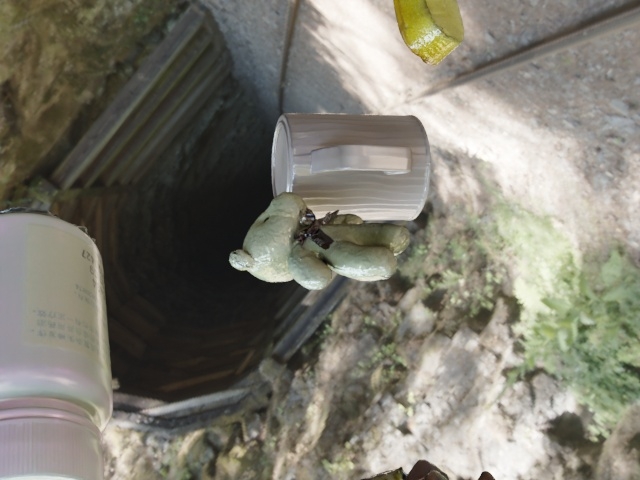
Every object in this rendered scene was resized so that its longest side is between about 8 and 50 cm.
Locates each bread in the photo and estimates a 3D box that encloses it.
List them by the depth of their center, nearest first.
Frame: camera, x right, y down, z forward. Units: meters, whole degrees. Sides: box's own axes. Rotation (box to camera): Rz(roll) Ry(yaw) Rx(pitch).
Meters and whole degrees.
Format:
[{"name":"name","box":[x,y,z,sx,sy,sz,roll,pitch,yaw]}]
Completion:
[{"name":"bread","box":[0.186,-0.428,1.172,0.102,0.094,0.246,16,-124,-38]}]

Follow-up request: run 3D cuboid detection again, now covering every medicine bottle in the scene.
[{"name":"medicine bottle","box":[-0.374,0.157,0.809,0.213,0.213,0.379,36,-155,-44]}]

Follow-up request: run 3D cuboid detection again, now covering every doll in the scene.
[{"name":"doll","box":[0.002,-0.003,1.042,0.278,0.149,0.175,3,-178,23]}]

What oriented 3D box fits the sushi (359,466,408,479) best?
[{"name":"sushi","box":[0.047,0.439,0.949,0.291,0.131,0.139,-2,-133,-42]}]

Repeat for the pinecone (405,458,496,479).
[{"name":"pinecone","box":[0.071,0.289,0.393,0.264,0.264,0.264,38,-178,-2]}]

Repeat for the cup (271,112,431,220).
[{"name":"cup","box":[0.061,-0.125,1.212,0.273,0.208,0.288,0,-151,-14]}]
